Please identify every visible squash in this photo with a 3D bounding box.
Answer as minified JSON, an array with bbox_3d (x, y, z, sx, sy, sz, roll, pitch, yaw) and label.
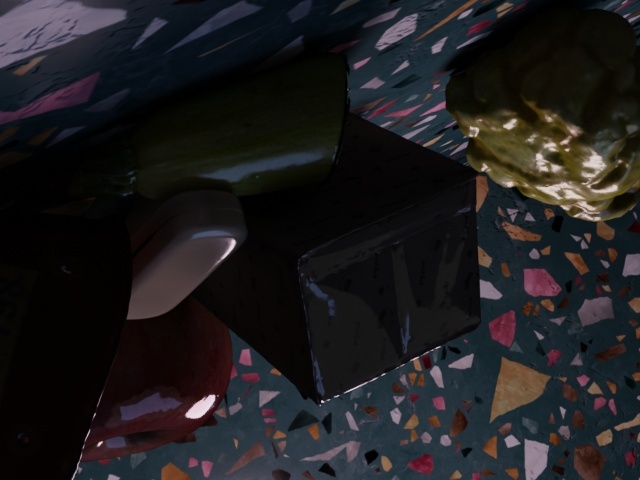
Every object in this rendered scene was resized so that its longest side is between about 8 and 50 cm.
[{"bbox_3d":[-0.088,-0.084,0.997,0.287,0.137,0.137,-20,173,-32],"label":"squash"}]

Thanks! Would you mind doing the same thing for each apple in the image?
[{"bbox_3d":[-0.270,0.129,1.354,0.344,0.269,0.345,-12,162,-4],"label":"apple"}]

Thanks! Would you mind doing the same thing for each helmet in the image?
[{"bbox_3d":[-0.330,0.128,0.958,0.230,0.385,0.337,19,158,-20],"label":"helmet"}]

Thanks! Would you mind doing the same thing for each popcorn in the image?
[{"bbox_3d":[0.344,-0.168,1.517,0.293,0.292,0.334,-22,171,5],"label":"popcorn"}]

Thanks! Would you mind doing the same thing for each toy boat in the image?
[{"bbox_3d":[-0.212,-0.018,1.135,0.079,0.134,0.207,29,139,-30],"label":"toy boat"}]

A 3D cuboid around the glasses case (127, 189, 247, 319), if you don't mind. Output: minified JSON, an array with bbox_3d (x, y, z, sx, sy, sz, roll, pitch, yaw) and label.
[{"bbox_3d":[-0.143,0.017,1.017,0.083,0.050,0.196,4,150,-38],"label":"glasses case"}]

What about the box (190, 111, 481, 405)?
[{"bbox_3d":[0.000,0.000,1.168,0.225,0.190,0.297,-24,-148,-25],"label":"box"}]
